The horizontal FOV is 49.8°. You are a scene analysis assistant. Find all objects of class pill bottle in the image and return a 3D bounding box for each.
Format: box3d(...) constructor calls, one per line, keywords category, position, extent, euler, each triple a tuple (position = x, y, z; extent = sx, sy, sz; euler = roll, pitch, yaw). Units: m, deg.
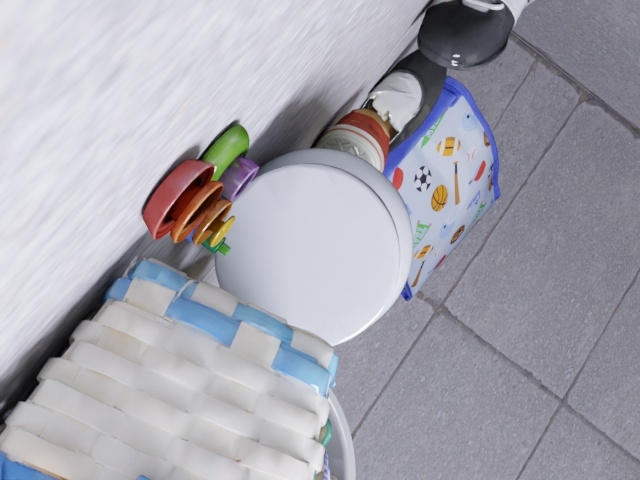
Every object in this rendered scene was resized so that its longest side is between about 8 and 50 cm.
box3d(category="pill bottle", position=(0.000, 0.000, 0.613), extent=(0.162, 0.162, 0.278), euler=(-52, 179, 7))

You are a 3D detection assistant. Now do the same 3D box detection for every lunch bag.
box3d(category="lunch bag", position=(0.176, -0.108, 1.364), extent=(0.328, 0.239, 0.385), euler=(-51, 157, -7))

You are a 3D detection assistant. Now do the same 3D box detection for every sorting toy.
box3d(category="sorting toy", position=(-0.057, -0.021, 0.378), extent=(0.061, 0.042, 0.102), euler=(-52, 180, 32))

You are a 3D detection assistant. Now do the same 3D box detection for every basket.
box3d(category="basket", position=(-0.108, 0.175, 0.397), extent=(0.289, 0.201, 0.255), euler=(-63, -175, -21))

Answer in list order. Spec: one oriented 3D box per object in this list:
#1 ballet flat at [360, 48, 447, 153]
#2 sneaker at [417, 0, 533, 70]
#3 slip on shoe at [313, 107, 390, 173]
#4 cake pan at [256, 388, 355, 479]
box3d(category="ballet flat", position=(0.094, -0.181, 1.080), extent=(0.280, 0.095, 0.096), euler=(-52, 168, 19))
box3d(category="sneaker", position=(0.236, -0.359, 0.903), extent=(0.330, 0.122, 0.146), euler=(-51, 162, -26))
box3d(category="slip on shoe", position=(0.007, -0.051, 0.950), extent=(0.101, 0.123, 0.331), euler=(-57, 179, -41))
box3d(category="cake pan", position=(-0.107, 0.214, 0.577), extent=(0.293, 0.293, 0.054), euler=(-52, -157, -18))
